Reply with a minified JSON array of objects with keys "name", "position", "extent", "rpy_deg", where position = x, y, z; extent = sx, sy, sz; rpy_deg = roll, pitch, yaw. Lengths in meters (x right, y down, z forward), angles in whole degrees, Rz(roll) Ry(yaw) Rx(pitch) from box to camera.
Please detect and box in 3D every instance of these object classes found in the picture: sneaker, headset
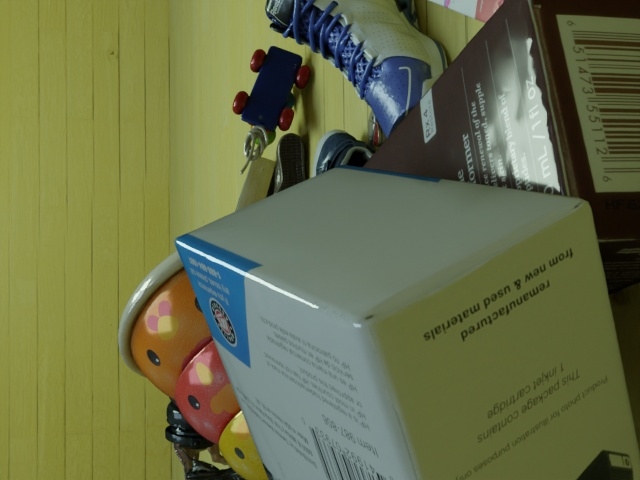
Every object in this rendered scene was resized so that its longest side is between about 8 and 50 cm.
[{"name":"sneaker","position":[0.033,-0.034,1.131],"extent":[0.163,0.086,0.226],"rpy_deg":[-141,53,-68]},{"name":"sneaker","position":[-0.053,-0.098,1.465],"extent":[0.071,0.066,0.188],"rpy_deg":[-117,33,-88]},{"name":"sneaker","position":[0.030,-0.250,0.984],"extent":[0.127,0.182,0.315],"rpy_deg":[113,151,-54]},{"name":"headset","position":[-0.208,0.308,1.559],"extent":[0.394,0.185,0.243],"rpy_deg":[-97,9,-57]}]

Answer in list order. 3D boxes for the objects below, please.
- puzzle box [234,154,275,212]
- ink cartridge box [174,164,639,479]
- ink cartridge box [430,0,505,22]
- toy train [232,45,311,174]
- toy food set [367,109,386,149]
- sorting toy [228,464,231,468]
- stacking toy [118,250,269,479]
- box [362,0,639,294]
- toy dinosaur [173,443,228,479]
[{"name":"puzzle box","position":[-0.188,0.042,1.738],"extent":[0.409,0.052,0.272],"rpy_deg":[117,169,-55]},{"name":"ink cartridge box","position":[0.074,0.163,0.590],"extent":[0.285,0.166,0.395],"rpy_deg":[18,130,60]},{"name":"ink cartridge box","position":[0.160,-0.226,0.684],"extent":[0.198,0.115,0.067],"rpy_deg":[-125,38,-60]},{"name":"toy train","position":[-0.104,-0.205,1.440],"extent":[0.143,0.105,0.248],"rpy_deg":[109,-179,-74]},{"name":"toy food set","position":[0.077,-0.181,1.100],"extent":[0.078,0.019,0.122],"rpy_deg":[-143,55,-68]},{"name":"sorting toy","position":[-0.139,0.335,1.660],"extent":[0.255,0.089,0.257],"rpy_deg":[-115,30,-54]},{"name":"stacking toy","position":[-0.059,0.239,1.202],"extent":[0.480,0.350,0.350],"rpy_deg":[53,143,33]},{"name":"box","position":[0.149,-0.031,0.689],"extent":[0.381,0.143,0.191],"rpy_deg":[129,137,-66]},{"name":"toy dinosaur","position":[-0.265,0.408,1.850],"extent":[0.127,0.295,0.200],"rpy_deg":[-17,114,47]}]
